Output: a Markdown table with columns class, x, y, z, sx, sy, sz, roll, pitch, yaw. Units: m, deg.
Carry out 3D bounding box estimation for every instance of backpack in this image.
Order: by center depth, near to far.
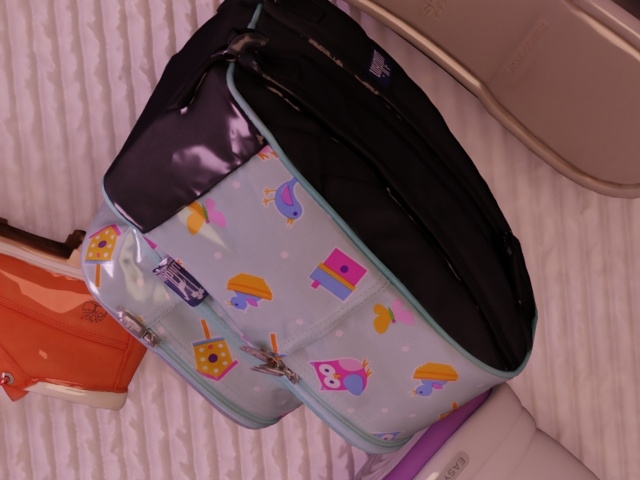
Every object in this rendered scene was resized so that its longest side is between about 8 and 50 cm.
| class | x | y | z | sx | sy | sz | roll | pitch | yaw |
| --- | --- | --- | --- | --- | --- | --- | --- | --- | --- |
| backpack | 0.000 | 0.000 | 0.675 | 0.188 | 0.166 | 0.144 | 40 | 114 | -14 |

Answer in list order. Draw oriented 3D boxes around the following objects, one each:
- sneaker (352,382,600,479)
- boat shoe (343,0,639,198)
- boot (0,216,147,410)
| class | x | y | z | sx | sy | sz | roll | pitch | yaw |
| --- | --- | --- | --- | --- | --- | --- | --- | --- | --- |
| sneaker | 0.027 | 0.216 | 0.719 | 0.152 | 0.114 | 0.305 | 41 | 90 | -6 |
| boat shoe | 0.050 | -0.153 | 0.717 | 0.335 | 0.095 | 0.112 | 42 | 125 | -3 |
| boot | -0.152 | 0.029 | 0.720 | 0.158 | 0.059 | 0.085 | 15 | 98 | -7 |
